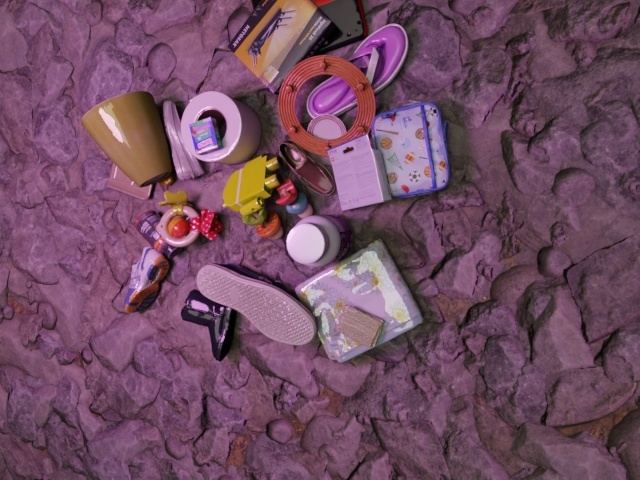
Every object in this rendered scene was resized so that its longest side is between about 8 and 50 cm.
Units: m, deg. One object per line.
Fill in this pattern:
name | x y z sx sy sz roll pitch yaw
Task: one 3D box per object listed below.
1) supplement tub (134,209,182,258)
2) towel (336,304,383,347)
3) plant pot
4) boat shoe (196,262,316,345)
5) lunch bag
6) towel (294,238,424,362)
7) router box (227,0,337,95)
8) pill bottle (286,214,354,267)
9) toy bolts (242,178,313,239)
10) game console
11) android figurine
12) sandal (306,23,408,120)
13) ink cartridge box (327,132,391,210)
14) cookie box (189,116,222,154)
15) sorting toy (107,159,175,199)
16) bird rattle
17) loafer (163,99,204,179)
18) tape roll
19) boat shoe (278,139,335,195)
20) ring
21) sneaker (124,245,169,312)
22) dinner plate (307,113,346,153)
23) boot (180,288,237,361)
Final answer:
supplement tub | -0.642 -0.020 1.821 0.198 0.106 0.106 45 106 10
towel | 0.132 0.290 1.541 0.148 0.027 0.110 23 101 15
plant pot | -0.691 -0.362 1.721 0.274 0.275 0.294 -25 97 18
boat shoe | -0.220 0.214 1.668 0.500 0.156 0.187 24 107 20
lunch bag | 0.301 -0.298 1.489 0.243 0.115 0.304 -8 93 16
towel | 0.127 0.220 1.597 0.374 0.090 0.321 -30 85 18
router box | -0.134 -0.701 1.571 0.243 0.081 0.309 45 109 5
pill bottle | 0.000 0.000 1.508 0.169 0.301 0.169 2 95 18
toy bolts | -0.141 -0.127 1.661 0.228 0.158 0.218 -21 47 28
game console | -0.051 -0.817 1.599 0.386 0.060 0.342 -13 96 19
android figurine | -0.249 -0.199 1.638 0.272 0.056 0.248 -24 49 27
sandal | 0.122 -0.551 1.529 0.416 0.102 0.169 -40 82 19
ink cartridge box | 0.126 -0.223 1.520 0.223 0.045 0.224 -7 98 55
cookie box | -0.395 -0.358 1.569 0.091 0.040 0.107 -14 91 18
sorting toy | -0.719 -0.288 1.864 0.307 0.041 0.229 20 96 16
bird rattle | -0.516 -0.066 1.761 0.253 0.143 0.207 39 87 1
loafer | -0.534 -0.391 1.768 0.111 0.112 0.320 -15 88 -17
tape roll | -0.358 -0.403 1.665 0.246 0.169 0.246 1 94 19
boat shoe | -0.057 -0.254 1.616 0.257 0.095 0.095 43 105 11
ring | 0.017 -0.445 1.538 0.336 0.032 0.337 5 119 9
sneaker | -0.729 0.160 1.879 0.131 0.111 0.296 42 104 29
dinner plate | 0.023 -0.375 1.602 0.141 0.017 0.141 6 121 10
boot | -0.446 0.329 1.787 0.207 0.094 0.247 11 91 13
